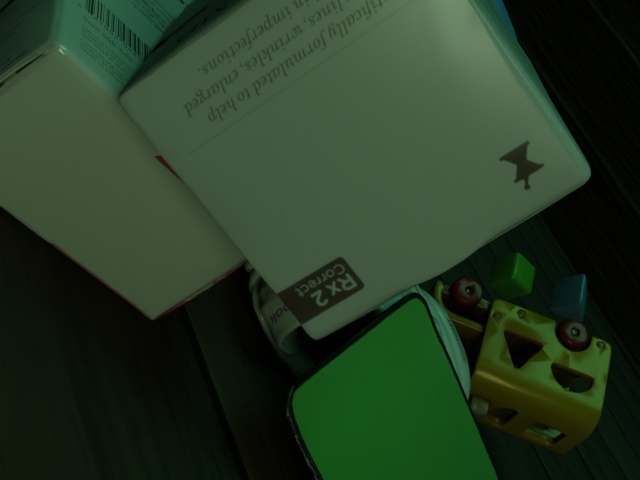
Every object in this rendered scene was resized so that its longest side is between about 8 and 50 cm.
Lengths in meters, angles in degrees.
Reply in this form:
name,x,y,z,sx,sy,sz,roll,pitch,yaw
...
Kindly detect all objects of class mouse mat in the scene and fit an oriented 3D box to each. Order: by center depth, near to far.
name,x,y,z,sx,sy,sz,roll,pitch,yaw
mouse mat,0.057,0.139,0.564,0.153,0.007,0.189,-30,99,-50

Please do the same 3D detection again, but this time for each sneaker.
name,x,y,z,sx,sy,sz,roll,pitch,yaw
sneaker,0.000,0.000,0.655,0.305,0.114,0.152,59,17,14

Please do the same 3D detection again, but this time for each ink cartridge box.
name,x,y,z,sx,sy,sz,roll,pitch,yaw
ink cartridge box,-0.117,-0.087,0.549,0.158,0.092,0.218,44,22,-35

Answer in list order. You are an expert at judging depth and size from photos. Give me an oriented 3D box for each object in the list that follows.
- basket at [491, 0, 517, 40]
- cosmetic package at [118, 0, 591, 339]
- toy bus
name,x,y,z,sx,sy,sz,roll,pitch,yaw
basket,0.059,-0.282,0.999,0.201,0.289,0.254,-38,115,-31
cosmetic package,0.019,-0.081,0.490,0.151,0.151,0.183,52,17,-19
toy bus,0.147,0.112,0.845,0.191,0.202,0.104,50,47,-38
